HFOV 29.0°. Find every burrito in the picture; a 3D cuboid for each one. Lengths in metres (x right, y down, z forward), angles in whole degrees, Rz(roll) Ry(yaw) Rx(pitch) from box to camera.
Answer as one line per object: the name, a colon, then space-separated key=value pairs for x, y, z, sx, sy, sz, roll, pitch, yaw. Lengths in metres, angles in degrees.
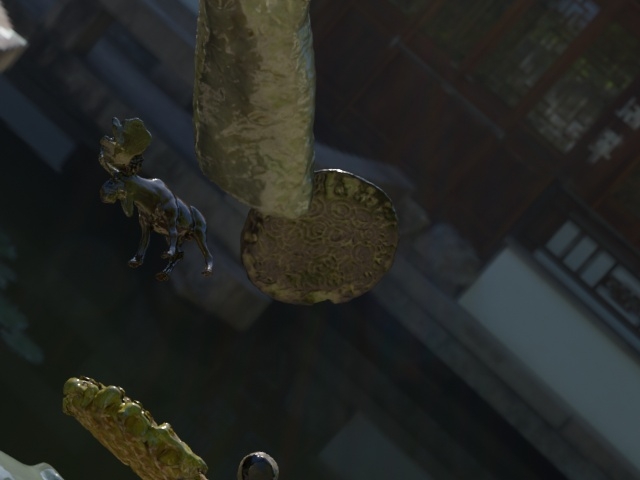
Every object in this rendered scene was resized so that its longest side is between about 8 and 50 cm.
burrito: x=-0.071 y=-0.165 z=1.295 sx=0.143 sy=0.105 sz=0.299 roll=26 pitch=-42 yaw=24

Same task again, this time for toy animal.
toy animal: x=-0.226 y=-0.051 z=1.644 sx=0.214 sy=0.094 sz=0.186 roll=35 pitch=46 yaw=-56

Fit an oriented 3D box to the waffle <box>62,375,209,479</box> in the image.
waffle: x=-0.232 y=0.281 z=1.663 sx=0.291 sy=0.051 sz=0.291 roll=33 pitch=-23 yaw=16

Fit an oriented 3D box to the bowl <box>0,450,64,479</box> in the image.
bowl: x=-0.279 y=0.288 z=1.103 sx=0.289 sy=0.146 sz=0.289 roll=39 pitch=-35 yaw=35

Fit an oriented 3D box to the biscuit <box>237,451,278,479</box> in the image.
biscuit: x=-0.083 y=0.317 z=1.676 sx=0.061 sy=0.055 sz=0.219 roll=58 pitch=-6 yaw=6

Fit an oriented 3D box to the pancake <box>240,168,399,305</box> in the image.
pancake: x=0.000 y=0.001 z=1.471 sx=0.199 sy=0.199 sz=0.021 roll=37 pitch=24 yaw=-25
